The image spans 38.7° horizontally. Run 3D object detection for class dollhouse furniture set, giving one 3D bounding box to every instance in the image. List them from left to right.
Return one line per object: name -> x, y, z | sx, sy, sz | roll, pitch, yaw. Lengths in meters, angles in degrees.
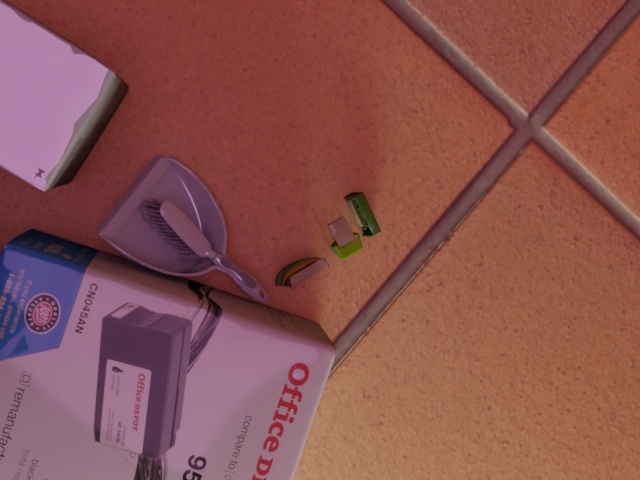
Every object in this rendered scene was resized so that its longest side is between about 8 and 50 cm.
dollhouse furniture set -> 0.000, 0.000, 1.147 | 0.151, 0.076, 0.059 | -31, 101, -14

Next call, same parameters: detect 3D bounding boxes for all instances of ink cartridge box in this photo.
ink cartridge box -> -0.212, 0.186, 1.088 | 0.394, 0.166, 0.286 | 19, 93, -10

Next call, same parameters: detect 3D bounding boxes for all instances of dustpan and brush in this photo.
dustpan and brush -> -0.148, 0.008, 1.117 | 0.211, 0.060, 0.147 | 48, 53, -23

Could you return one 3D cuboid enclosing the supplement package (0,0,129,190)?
supplement package -> -0.339, -0.170, 1.017 | 0.194, 0.203, 0.149 | 32, 91, -10
